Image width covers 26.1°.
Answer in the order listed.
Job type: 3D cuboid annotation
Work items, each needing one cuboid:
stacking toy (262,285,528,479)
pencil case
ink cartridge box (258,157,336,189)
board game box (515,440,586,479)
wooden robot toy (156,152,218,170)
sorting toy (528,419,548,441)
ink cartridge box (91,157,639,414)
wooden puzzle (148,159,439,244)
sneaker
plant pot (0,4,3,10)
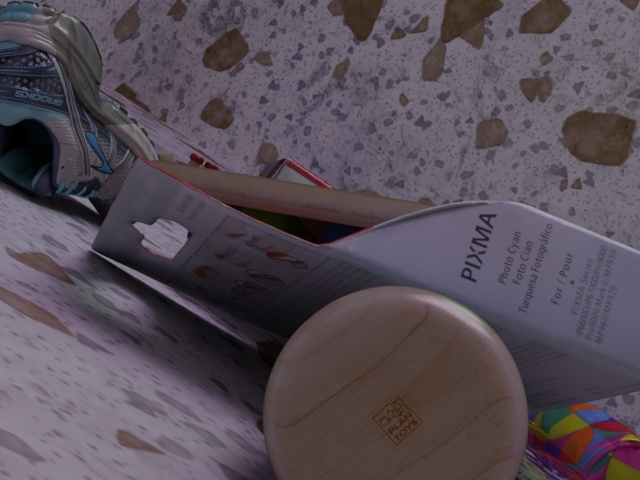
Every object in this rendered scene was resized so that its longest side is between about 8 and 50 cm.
[{"bbox_3d":[0.046,0.101,0.873,0.141,0.141,0.330,33,-1,4],"label":"stacking toy"},{"bbox_3d":[0.285,0.231,1.518,0.104,0.104,0.236,32,5,-17],"label":"pencil case"},{"bbox_3d":[0.000,0.000,1.824,0.226,0.131,0.306,33,1,-7],"label":"ink cartridge box"},{"bbox_3d":[0.173,0.210,1.166,0.208,0.056,0.347,36,2,-10],"label":"board game box"},{"bbox_3d":[-0.183,-0.079,1.969,0.173,0.076,0.079,31,-8,-29],"label":"wooden robot toy"},{"bbox_3d":[0.150,0.168,1.569,0.132,0.046,0.274,31,3,-31],"label":"sorting toy"},{"bbox_3d":[0.035,0.020,1.032,0.385,0.091,0.308,24,-16,-9],"label":"ink cartridge box"},{"bbox_3d":[0.031,0.031,1.321,0.322,0.081,0.348,10,-14,25],"label":"wooden puzzle"},{"bbox_3d":[-0.238,-0.083,1.238,0.110,0.122,0.283,10,-28,23],"label":"sneaker"},{"bbox_3d":[-0.308,-0.156,1.485,0.236,0.032,0.236,38,-21,17],"label":"plant pot"}]
